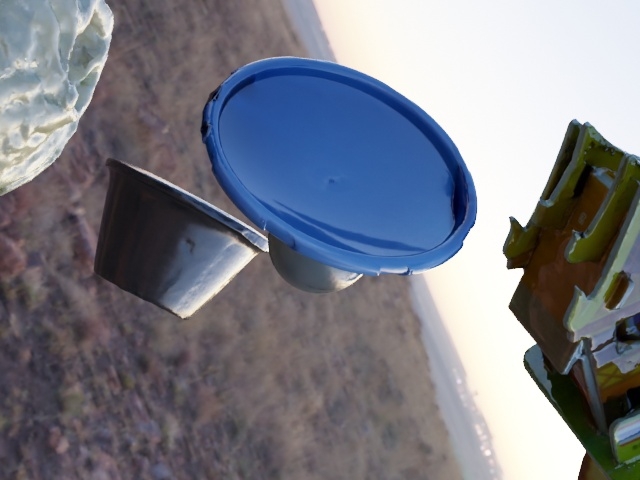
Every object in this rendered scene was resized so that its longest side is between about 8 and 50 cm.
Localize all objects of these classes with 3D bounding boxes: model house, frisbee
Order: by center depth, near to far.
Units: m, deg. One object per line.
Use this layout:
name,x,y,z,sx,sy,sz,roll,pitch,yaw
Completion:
frisbee,0.016,-0.060,0.783,0.045,0.242,0.242,-60,-142,44
model house,0.374,0.015,0.934,0.242,0.358,0.312,-116,-176,-54

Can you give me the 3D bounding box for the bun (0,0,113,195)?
bun,-0.314,-0.200,0.846,0.349,0.227,0.352,-80,176,-53

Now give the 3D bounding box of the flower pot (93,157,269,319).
flower pot,-0.221,0.011,1.370,0.269,0.166,0.269,27,-2,1

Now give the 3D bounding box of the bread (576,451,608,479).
bread,0.402,0.343,1.209,0.114,0.274,0.185,16,-7,44

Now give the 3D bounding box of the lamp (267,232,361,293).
lamp,0.000,0.000,0.911,0.105,0.105,0.105,-22,90,-85
